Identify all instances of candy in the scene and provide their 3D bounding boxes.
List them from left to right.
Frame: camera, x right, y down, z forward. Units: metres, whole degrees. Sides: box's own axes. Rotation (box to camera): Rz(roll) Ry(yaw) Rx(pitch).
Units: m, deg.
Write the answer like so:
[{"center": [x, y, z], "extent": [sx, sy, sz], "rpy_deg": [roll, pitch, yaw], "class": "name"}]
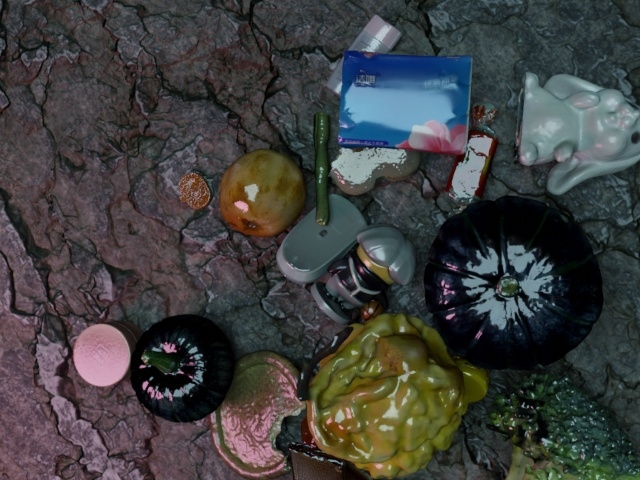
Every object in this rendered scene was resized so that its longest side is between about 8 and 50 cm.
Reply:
[{"center": [0.331, -0.161, 1.815], "extent": [0.086, 0.059, 0.292], "rpy_deg": [18, 93, 10], "class": "candy"}]

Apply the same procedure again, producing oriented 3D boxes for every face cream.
[{"center": [-0.498, 0.267, 1.974], "extent": [0.149, 0.104, 0.149], "rpy_deg": [0, 89, 13], "class": "face cream"}, {"center": [0.095, -0.411, 1.878], "extent": [0.084, 0.057, 0.198], "rpy_deg": [40, 95, 10], "class": "face cream"}]

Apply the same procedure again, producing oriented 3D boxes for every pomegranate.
[{"center": [-0.132, -0.106, 1.846], "extent": [0.207, 0.207, 0.207], "rpy_deg": [0, 89, 13], "class": "pomegranate"}]

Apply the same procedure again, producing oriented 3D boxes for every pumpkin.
[{"center": [-0.324, 0.284, 1.860], "extent": [0.248, 0.248, 0.248], "rpy_deg": [0, 89, 13], "class": "pumpkin"}, {"center": [0.388, 0.091, 1.692], "extent": [0.363, 0.266, 0.363], "rpy_deg": [0, 92, 9], "class": "pumpkin"}]

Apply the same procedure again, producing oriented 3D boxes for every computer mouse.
[{"center": [0.000, 0.000, 1.883], "extent": [0.231, 0.079, 0.128], "rpy_deg": [-40, 76, -8], "class": "computer mouse"}]

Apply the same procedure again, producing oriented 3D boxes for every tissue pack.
[{"center": [0.174, -0.288, 1.712], "extent": [0.270, 0.137, 0.209], "rpy_deg": [5, 90, 8], "class": "tissue pack"}]

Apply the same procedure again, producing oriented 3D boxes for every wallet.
[{"center": [0.001, 0.539, 1.813], "extent": [0.133, 0.039, 0.243], "rpy_deg": [13, 130, 21], "class": "wallet"}]

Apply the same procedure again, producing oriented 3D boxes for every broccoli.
[{"center": [0.471, 0.433, 1.688], "extent": [0.281, 0.348, 0.293], "rpy_deg": [-55, 35, 15], "class": "broccoli"}]

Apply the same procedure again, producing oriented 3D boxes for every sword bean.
[{"center": [0.003, -0.161, 1.878], "extent": [0.038, 0.043, 0.269], "rpy_deg": [0, 74, -1], "class": "sword bean"}]

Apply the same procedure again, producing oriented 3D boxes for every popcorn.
[{"center": [0.111, 0.305, 1.697], "extent": [0.349, 0.382, 0.349], "rpy_deg": [-25, 57, 47], "class": "popcorn"}]

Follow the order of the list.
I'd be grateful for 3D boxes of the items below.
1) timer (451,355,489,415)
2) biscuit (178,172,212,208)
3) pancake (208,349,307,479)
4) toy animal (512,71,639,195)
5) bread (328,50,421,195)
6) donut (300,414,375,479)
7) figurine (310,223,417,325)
[{"center": [0.309, 0.312, 1.785], "extent": [0.107, 0.109, 0.107], "rpy_deg": [12, 134, 12], "class": "timer"}, {"center": [-0.303, -0.117, 1.983], "extent": [0.078, 0.015, 0.091], "rpy_deg": [-30, 82, 12], "class": "biscuit"}, {"center": [-0.140, 0.403, 1.898], "extent": [0.288, 0.033, 0.286], "rpy_deg": [-39, 68, 19], "class": "pancake"}, {"center": [0.525, -0.215, 1.718], "extent": [0.289, 0.174, 0.249], "rpy_deg": [26, 83, 14], "class": "toy animal"}, {"center": [0.158, -0.243, 1.835], "extent": [0.183, 0.102, 0.337], "rpy_deg": [27, 95, 12], "class": "bread"}, {"center": [0.030, 0.458, 1.837], "extent": [0.186, 0.144, 0.126], "rpy_deg": [37, 124, -13], "class": "donut"}, {"center": [0.110, 0.077, 1.822], "extent": [0.176, 0.133, 0.236], "rpy_deg": [40, 106, -18], "class": "figurine"}]
